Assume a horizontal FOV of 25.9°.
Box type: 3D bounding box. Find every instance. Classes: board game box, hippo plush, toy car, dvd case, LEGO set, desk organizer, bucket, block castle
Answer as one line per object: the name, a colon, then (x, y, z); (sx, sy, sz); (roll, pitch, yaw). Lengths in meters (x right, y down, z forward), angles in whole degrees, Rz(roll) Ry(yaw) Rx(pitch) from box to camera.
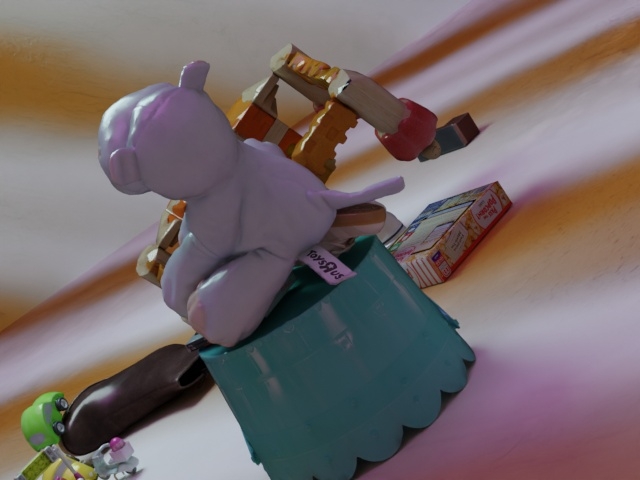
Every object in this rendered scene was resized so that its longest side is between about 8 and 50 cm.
board game box: (0.163, 0.000, 1.958); (0.147, 0.045, 0.193); (-19, 20, 51)
hippo plush: (-0.125, -0.039, 1.424); (0.294, 0.237, 0.234); (18, 76, 57)
toy car: (-0.426, 0.318, 2.081); (0.239, 0.053, 0.225); (-28, 44, 27)
dvd case: (-0.088, 0.079, 1.540); (0.119, 0.013, 0.087); (-24, 16, 35)
LEGO set: (-0.359, 0.356, 1.854); (0.132, 0.107, 0.287); (-29, 14, 26)
desk organizer: (0.221, -0.185, 2.494); (0.050, 0.047, 0.130); (-41, 14, -33)
bucket: (0.010, 0.128, 1.561); (0.281, 0.183, 0.281); (-32, 12, 8)
block castle: (-0.045, -0.045, 2.049); (0.453, 0.213, 0.303); (-57, 30, 0)

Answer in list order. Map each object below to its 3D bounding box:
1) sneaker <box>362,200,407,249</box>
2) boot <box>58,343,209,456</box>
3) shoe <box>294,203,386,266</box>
sneaker: (0.068, -0.030, 2.210); (0.094, 0.091, 0.258); (-38, 13, -14)
boot: (-0.276, 0.232, 2.134); (0.248, 0.090, 0.207); (-40, 11, -38)
shoe: (0.000, 0.000, 1.540); (0.077, 0.058, 0.219); (-18, 5, -37)
